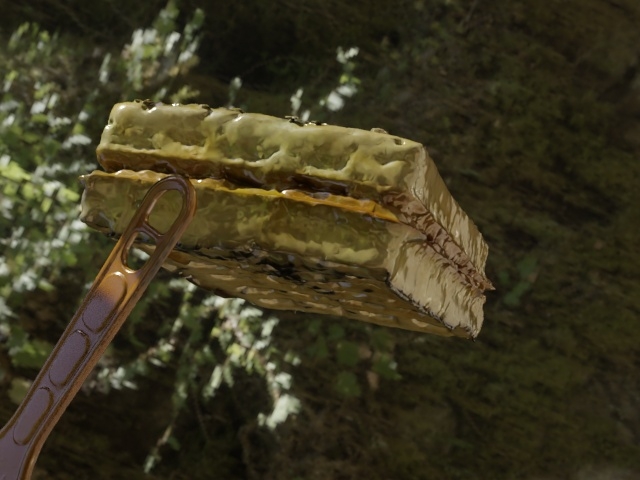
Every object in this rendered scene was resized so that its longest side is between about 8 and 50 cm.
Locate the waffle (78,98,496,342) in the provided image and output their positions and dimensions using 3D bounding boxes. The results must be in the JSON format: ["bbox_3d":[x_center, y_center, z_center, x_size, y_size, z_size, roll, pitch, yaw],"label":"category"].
[{"bbox_3d":[0.000,0.001,0.840,0.376,0.261,0.114,39,-116,-69],"label":"waffle"}]

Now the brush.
[{"bbox_3d":[-0.164,0.093,0.604,0.314,0.090,0.017,-57,-36,0],"label":"brush"}]
